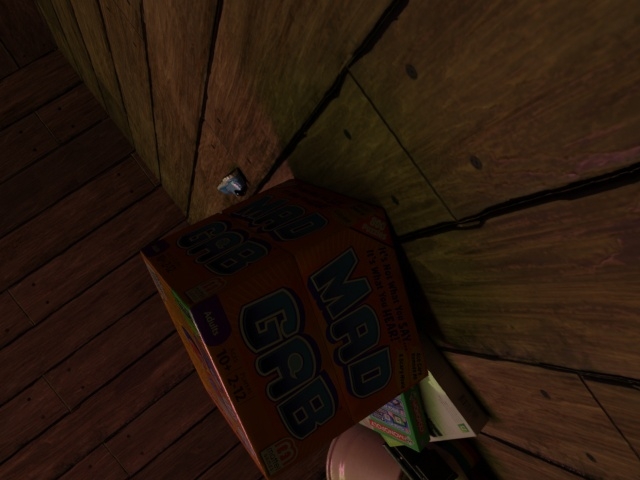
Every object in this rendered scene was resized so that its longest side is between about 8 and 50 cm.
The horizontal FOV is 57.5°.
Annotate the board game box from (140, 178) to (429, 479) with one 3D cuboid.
[{"bbox_3d":[-0.074,0.135,1.111,0.356,0.356,0.356,26,139,58],"label":"board game box"}]

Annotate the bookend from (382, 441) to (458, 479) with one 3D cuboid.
[{"bbox_3d":[0.236,0.528,1.401,0.156,0.072,0.157,49,164,15],"label":"bookend"}]

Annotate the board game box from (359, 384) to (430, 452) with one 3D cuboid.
[{"bbox_3d":[0.088,0.324,1.307,0.317,0.046,0.214,10,126,46],"label":"board game box"}]

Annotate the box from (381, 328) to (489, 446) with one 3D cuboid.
[{"bbox_3d":[0.186,0.337,1.290,0.232,0.058,0.322,54,144,1],"label":"box"}]

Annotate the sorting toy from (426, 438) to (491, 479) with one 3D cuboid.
[{"bbox_3d":[0.352,0.592,1.515,0.257,0.089,0.255,56,165,-12],"label":"sorting toy"}]

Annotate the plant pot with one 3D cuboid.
[{"bbox_3d":[0.234,0.744,1.854,0.334,0.334,0.305,56,154,-14],"label":"plant pot"}]

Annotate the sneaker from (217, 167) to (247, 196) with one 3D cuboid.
[{"bbox_3d":[-0.249,-0.150,1.671,0.073,0.063,0.162,50,166,-5],"label":"sneaker"}]
